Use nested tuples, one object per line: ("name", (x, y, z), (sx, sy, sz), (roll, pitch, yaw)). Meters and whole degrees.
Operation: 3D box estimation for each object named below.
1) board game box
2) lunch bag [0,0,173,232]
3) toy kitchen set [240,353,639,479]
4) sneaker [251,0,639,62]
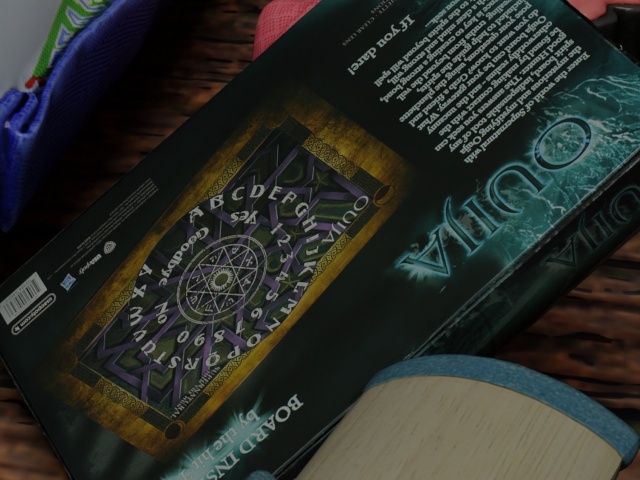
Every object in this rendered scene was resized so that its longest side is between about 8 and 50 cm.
("board game box", (0.000, 0.000, 0.483), (0.186, 0.026, 0.126), (-41, 47, 2))
("lunch bag", (-0.224, -0.165, 0.598), (0.385, 0.239, 0.328), (28, 39, -2))
("toy kitchen set", (0.059, 0.121, 0.381), (0.207, 0.166, 0.122), (46, 46, -3))
("sneaker", (0.108, -0.102, 0.627), (0.314, 0.116, 0.136), (-28, 45, -32))
